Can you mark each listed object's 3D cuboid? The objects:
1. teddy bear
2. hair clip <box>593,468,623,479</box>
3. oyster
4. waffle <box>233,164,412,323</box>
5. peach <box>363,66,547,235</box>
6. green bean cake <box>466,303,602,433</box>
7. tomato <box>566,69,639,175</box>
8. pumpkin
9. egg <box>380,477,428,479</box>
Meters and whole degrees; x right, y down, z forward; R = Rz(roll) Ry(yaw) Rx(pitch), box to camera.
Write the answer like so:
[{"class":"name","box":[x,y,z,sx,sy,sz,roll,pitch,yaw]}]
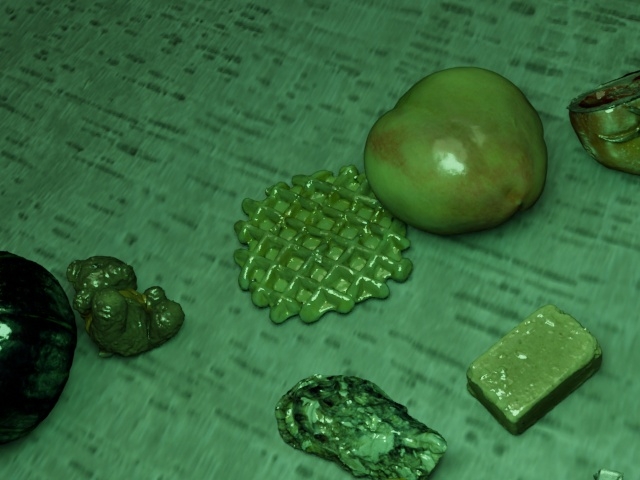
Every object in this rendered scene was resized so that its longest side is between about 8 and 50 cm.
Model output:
[{"class":"teddy bear","box":[-0.343,0.103,1.412,0.140,0.177,0.190,-50,52,28]},{"class":"hair clip","box":[0.365,0.388,1.110,0.116,0.049,0.172,8,62,23]},{"class":"oyster","box":[0.050,0.280,1.248,0.199,0.087,0.252,-30,44,-7]},{"class":"waffle","box":[0.000,0.000,1.442,0.309,0.056,0.292,-13,55,3]},{"class":"peach","box":[0.222,-0.139,1.358,0.292,0.247,0.292,-11,35,8]},{"class":"green bean cake","box":[0.309,0.185,1.230,0.179,0.085,0.109,-36,56,-9]},{"class":"tomato","box":[0.525,-0.187,1.373,0.214,0.155,0.181,-21,20,6]},{"class":"pumpkin","box":[-0.523,0.171,1.355,0.315,0.238,0.315,-12,67,31]},{"class":"egg","box":[0.089,0.429,1.074,0.286,0.174,0.264,-21,59,-4]}]
